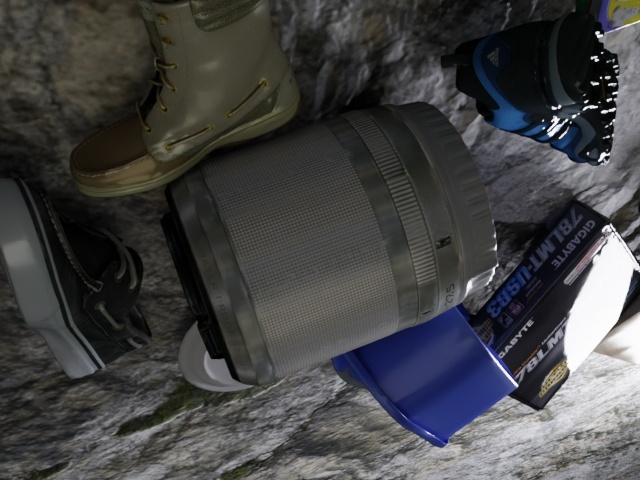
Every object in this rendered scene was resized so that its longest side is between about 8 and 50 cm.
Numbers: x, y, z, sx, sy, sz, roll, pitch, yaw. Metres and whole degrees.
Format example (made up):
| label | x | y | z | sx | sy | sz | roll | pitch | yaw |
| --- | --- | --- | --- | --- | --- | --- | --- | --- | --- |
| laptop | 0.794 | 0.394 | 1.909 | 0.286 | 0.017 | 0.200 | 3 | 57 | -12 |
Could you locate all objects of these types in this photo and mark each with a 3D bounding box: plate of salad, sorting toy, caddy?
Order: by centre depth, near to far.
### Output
| label | x | y | z | sx | sy | sz | roll | pitch | yaw |
| --- | --- | --- | --- | --- | --- | --- | --- | --- | --- |
| caddy | 0.103 | 0.129 | 0.934 | 0.179 | 0.241 | 0.341 | -36 | 144 | 7 |
| plate of salad | -0.096 | 0.130 | 0.985 | 0.200 | 0.048 | 0.199 | -17 | 135 | -17 |
| sorting toy | 0.614 | 0.107 | 1.332 | 0.257 | 0.089 | 0.255 | 19 | 127 | -44 |

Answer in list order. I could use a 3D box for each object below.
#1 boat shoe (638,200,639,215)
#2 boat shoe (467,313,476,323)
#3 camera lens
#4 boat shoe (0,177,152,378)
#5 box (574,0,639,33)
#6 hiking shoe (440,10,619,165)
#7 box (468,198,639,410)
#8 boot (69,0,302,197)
| label | x | y | z | sx | sy | sz | roll | pitch | yaw |
| --- | --- | --- | --- | --- | --- | --- | --- | --- | --- |
| boat shoe | 0.586 | -0.075 | 1.088 | 0.224 | 0.080 | 0.073 | -26 | 151 | 13 |
| boat shoe | 0.273 | 0.168 | 1.243 | 0.233 | 0.079 | 0.084 | 30 | 79 | -54 |
| camera lens | 0.000 | 0.000 | 0.709 | 0.275 | 0.219 | 0.219 | -20 | 146 | -9 |
| boat shoe | -0.240 | 0.033 | 0.731 | 0.119 | 0.121 | 0.335 | -22 | 157 | -15 |
| box | 0.343 | -0.273 | 0.706 | 0.179 | 0.043 | 0.105 | -22 | 146 | -6 |
| hiking shoe | 0.236 | -0.156 | 0.769 | 0.132 | 0.113 | 0.304 | 5 | 172 | 28 |
| box | 0.367 | 0.115 | 1.144 | 0.295 | 0.073 | 0.293 | -51 | 141 | 5 |
| boot | -0.126 | -0.132 | 0.590 | 0.213 | 0.077 | 0.165 | -25 | 147 | -7 |
